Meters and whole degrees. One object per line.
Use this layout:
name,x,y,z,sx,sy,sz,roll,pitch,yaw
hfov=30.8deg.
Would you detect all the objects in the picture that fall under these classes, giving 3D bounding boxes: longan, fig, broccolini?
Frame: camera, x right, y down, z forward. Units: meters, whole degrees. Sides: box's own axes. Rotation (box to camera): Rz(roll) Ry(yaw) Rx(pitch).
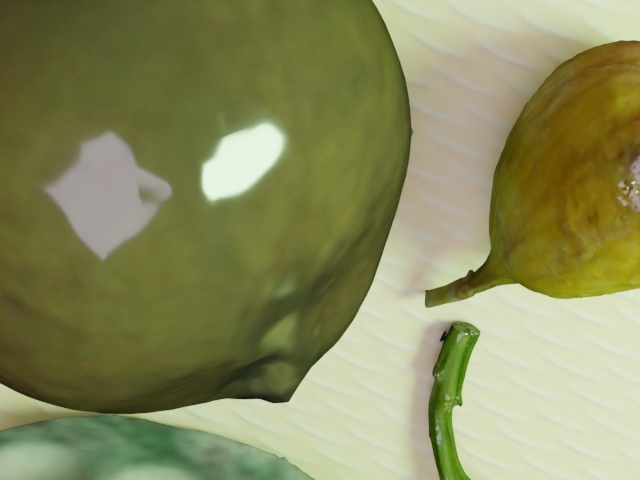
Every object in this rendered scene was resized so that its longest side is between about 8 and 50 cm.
longan,-0.096,-0.046,0.652,0.319,0.319,0.319,2,113,5
fig,0.153,-0.015,0.740,0.159,0.159,0.257,43,132,-12
broccolini,0.149,0.181,0.860,0.123,0.062,0.271,-14,108,1

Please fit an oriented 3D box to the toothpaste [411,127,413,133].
toothpaste,0.000,0.000,0.806,0.056,0.036,0.205,28,117,-5

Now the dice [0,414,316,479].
dice,-0.145,0.336,0.804,0.328,0.330,0.348,11,115,1
